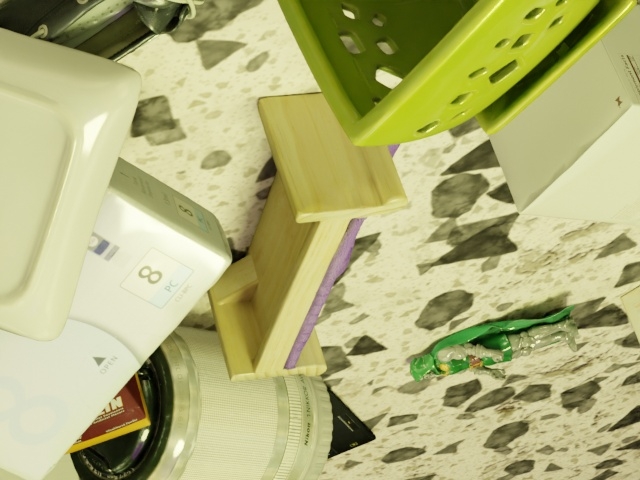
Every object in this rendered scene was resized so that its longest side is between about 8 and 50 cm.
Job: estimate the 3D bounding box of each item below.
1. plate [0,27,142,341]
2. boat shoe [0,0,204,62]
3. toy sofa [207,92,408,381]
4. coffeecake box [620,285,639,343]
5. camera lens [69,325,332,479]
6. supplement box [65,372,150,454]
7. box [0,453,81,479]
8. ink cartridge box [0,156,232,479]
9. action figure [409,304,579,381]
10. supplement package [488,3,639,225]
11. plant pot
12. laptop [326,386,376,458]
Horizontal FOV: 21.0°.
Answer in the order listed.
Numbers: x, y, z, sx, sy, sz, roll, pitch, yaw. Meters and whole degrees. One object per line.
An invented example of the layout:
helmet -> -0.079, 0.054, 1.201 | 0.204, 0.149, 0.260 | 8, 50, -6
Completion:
plate -> -0.320, -0.056, 1.463 | 0.277, 0.045, 0.278 | 17, 114, -9
boat shoe -> -0.152, -0.210, 1.470 | 0.302, 0.091, 0.114 | -28, 150, 17
toy sofa -> 0.000, 0.000, 1.862 | 0.177, 0.150, 0.362 | -6, 149, -20
coffeecake box -> 0.510, 0.127, 2.338 | 0.142, 0.185, 0.068 | -35, 147, 27
camera lens -> -0.150, 0.216, 2.073 | 0.274, 0.219, 0.219 | 13, 138, -44
supplement box -> -0.284, 0.099, 1.823 | 0.129, 0.191, 0.194 | -19, 151, 0
box -> -0.404, 0.362, 2.283 | 0.181, 0.119, 0.182 | 3, 144, -33
ink cartridge box -> -0.321, 0.023, 1.550 | 0.385, 0.091, 0.308 | 31, 111, -32
action figure -> 0.234, 0.150, 2.353 | 0.232, 0.063, 0.137 | -14, 154, -1
supplement package -> 0.314, -0.132, 1.814 | 0.203, 0.149, 0.194 | 4, 144, -35
plant pot -> 0.119, -0.226, 1.476 | 0.207, 0.227, 0.228 | 1, 146, -43
laptop -> -0.056, 0.345, 2.438 | 0.264, 0.136, 0.234 | -23, 151, 9
